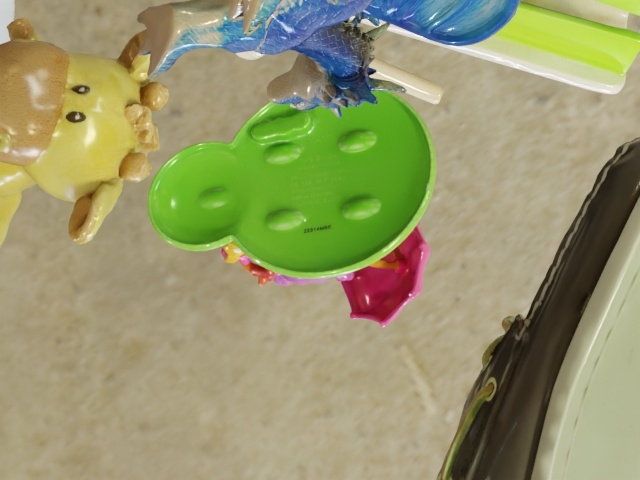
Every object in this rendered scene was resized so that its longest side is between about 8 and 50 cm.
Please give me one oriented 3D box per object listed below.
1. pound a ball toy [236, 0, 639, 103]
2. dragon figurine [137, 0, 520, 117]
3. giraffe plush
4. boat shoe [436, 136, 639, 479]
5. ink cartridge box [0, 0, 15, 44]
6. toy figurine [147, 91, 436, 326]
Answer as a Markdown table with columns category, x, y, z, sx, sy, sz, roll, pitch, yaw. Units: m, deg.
| category | x | y | z | sx | sy | sz | roll | pitch | yaw |
| --- | --- | --- | --- | --- | --- | --- | --- | --- | --- |
| pound a ball toy | 0.105 | -0.217 | 1.362 | 0.319 | 0.135 | 0.208 | 15 | 141 | -7 |
| dragon figurine | 0.020 | -0.113 | 0.615 | 0.289 | 0.144 | 0.085 | -26 | 74 | 60 |
| giraffe plush | -0.179 | -0.064 | 0.996 | 0.170 | 0.210 | 0.181 | 0 | 95 | 45 |
| boat shoe | 0.079 | 0.066 | 0.579 | 0.069 | 0.081 | 0.227 | 28 | 107 | 44 |
| ink cartridge box | -0.412 | -0.148 | 1.183 | 0.308 | 0.385 | 0.091 | 135 | 115 | -75 |
| toy figurine | 0.000 | 0.000 | 1.038 | 0.173 | 0.159 | 0.130 | -10 | 61 | 11 |
